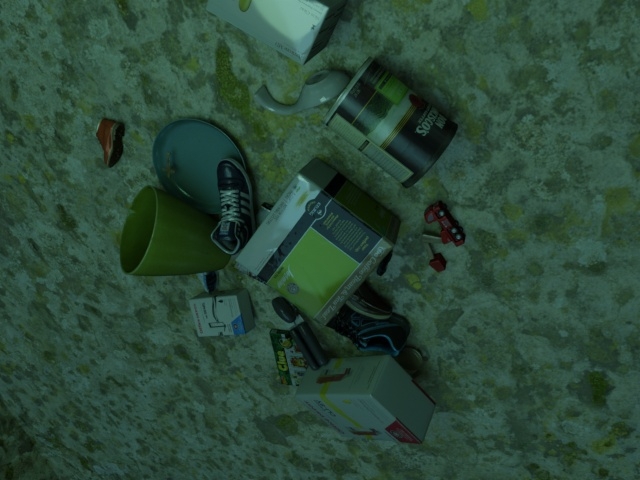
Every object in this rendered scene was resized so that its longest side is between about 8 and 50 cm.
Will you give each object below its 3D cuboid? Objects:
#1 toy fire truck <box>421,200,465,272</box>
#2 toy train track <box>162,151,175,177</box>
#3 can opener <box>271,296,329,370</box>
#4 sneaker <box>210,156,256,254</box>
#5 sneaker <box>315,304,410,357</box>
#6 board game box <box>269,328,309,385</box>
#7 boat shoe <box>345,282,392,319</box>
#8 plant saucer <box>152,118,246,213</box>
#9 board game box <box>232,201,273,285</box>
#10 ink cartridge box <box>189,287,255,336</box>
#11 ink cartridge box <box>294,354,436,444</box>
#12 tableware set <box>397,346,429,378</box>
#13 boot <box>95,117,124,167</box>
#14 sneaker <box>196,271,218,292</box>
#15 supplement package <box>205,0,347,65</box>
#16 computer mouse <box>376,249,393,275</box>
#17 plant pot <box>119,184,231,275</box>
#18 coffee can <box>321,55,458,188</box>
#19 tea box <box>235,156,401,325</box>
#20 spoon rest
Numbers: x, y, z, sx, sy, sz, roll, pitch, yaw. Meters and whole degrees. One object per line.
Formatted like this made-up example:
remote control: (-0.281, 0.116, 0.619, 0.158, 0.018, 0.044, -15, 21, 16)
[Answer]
toy fire truck: (0.342, -0.010, 1.534, 0.135, 0.047, 0.192, -30, 107, 32)
toy train track: (-0.468, -0.235, 1.639, 0.048, 0.014, 0.083, 16, 119, 18)
can opener: (-0.081, 0.319, 1.816, 0.076, 0.095, 0.283, -37, 80, 27)
sneaker: (-0.267, -0.094, 1.562, 0.099, 0.153, 0.282, -2, 113, 19)
sneaker: (0.120, 0.278, 1.733, 0.341, 0.139, 0.125, 14, 124, 11)
board game box: (-0.104, 0.444, 1.981, 0.136, 0.030, 0.259, 2, 121, 20)
boat shoe: (0.118, 0.166, 1.694, 0.258, 0.095, 0.095, 23, 119, 4)
plant saucer: (-0.370, -0.231, 1.641, 0.318, 0.043, 0.317, 8, 122, 13)
board game box: (-0.160, 0.021, 1.696, 0.165, 0.042, 0.243, 29, 113, 1)
ink cartridge box: (-0.352, 0.260, 1.894, 0.203, 0.086, 0.148, -8, 100, 23)
ink cartridge box: (0.144, 0.537, 1.788, 0.279, 0.160, 0.385, 46, 143, -21)
tableware set: (0.277, 0.434, 1.842, 0.128, 0.039, 0.194, 47, 118, 1)
boot: (-0.679, -0.313, 1.690, 0.085, 0.059, 0.157, 23, 117, 8)
sneaker: (-0.419, 0.095, 1.853, 0.083, 0.071, 0.190, -1, 112, 27)
supplement package: (-0.096, -0.560, 1.243, 0.262, 0.204, 0.145, 29, 126, -1)
computer mouse: (0.124, 0.034, 1.639, 0.193, 0.042, 0.106, 22, 126, 4)
plant pot: (-0.432, 0.001, 1.657, 0.294, 0.274, 0.275, 17, 134, -37)
coffee can: (0.170, -0.291, 1.323, 0.275, 0.201, 0.201, 36, 125, -5)
tea box: (0.000, 0.000, 1.510, 0.324, 0.220, 0.329, 38, 114, -2)
spoon rest: (-0.044, -0.385, 1.397, 0.276, 0.137, 0.084, 2, 136, 35)
